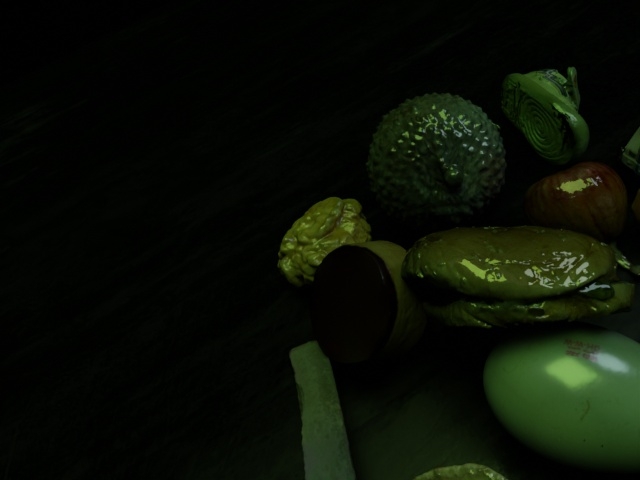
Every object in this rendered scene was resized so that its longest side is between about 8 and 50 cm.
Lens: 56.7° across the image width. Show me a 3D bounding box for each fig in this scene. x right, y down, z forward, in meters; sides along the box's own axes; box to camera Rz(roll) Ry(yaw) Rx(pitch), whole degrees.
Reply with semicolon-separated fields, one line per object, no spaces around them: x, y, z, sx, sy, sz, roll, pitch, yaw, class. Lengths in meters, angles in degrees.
0.447;-0.049;1.002;0.149;0.202;0.148;-58;17;-18;fig

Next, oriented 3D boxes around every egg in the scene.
0.343;0.200;0.759;0.264;0.183;0.183;15;54;18;egg

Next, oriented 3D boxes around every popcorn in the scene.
0.011;0.008;1.095;0.194;0.140;0.163;-37;42;-13;popcorn

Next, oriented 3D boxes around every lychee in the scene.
0.209;-0.143;1.099;0.255;0.255;0.274;-20;11;1;lychee

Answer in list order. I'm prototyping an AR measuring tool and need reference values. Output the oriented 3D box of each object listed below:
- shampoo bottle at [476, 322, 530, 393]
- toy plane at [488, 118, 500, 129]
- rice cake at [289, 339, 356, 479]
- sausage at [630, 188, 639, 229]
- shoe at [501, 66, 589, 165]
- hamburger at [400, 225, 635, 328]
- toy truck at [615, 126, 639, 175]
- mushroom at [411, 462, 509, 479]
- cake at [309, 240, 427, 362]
0.319;0.137;0.912;0.067;0.068;0.236;28;60;38;shampoo bottle
0.349;-0.257;1.294;0.080;0.033;0.083;-2;46;3;toy plane
0.006;0.283;0.834;0.070;0.064;0.399;-14;31;0;rice cake
0.642;0.010;0.873;0.134;0.116;0.354;-54;47;10;sausage
0.459;-0.268;1.189;0.128;0.140;0.262;-29;41;0;shoe
0.256;0.042;0.809;0.285;0.265;0.134;-6;85;-1;hamburger
0.634;-0.198;1.036;0.161;0.177;0.213;30;62;37;toy truck
0.170;0.360;0.604;0.208;0.301;0.233;-5;76;-8;mushroom
0.100;0.104;0.965;0.185;0.178;0.207;-42;51;38;cake
